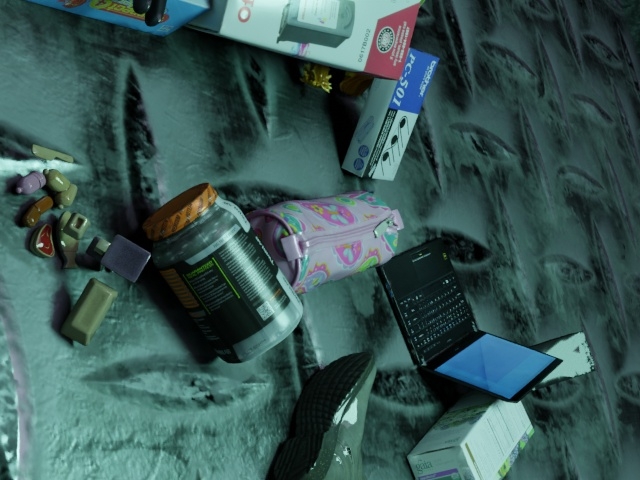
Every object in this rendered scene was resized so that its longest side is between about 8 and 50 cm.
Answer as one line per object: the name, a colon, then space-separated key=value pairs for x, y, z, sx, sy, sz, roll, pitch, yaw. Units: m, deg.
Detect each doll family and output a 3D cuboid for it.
doll family: x=0.033 y=-0.305 z=1.608 sx=0.263 sy=0.118 sz=0.163 roll=12 pitch=106 yaw=-52

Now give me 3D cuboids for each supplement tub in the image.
supplement tub: x=-0.114 y=0.036 z=1.211 sx=0.190 sy=0.117 sz=0.117 roll=58 pitch=33 yaw=-17

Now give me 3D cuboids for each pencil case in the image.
pencil case: x=0.000 y=0.000 z=1.401 sx=0.284 sy=0.124 sz=0.124 roll=-13 pitch=82 yaw=-57

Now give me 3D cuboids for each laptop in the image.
laptop: x=0.241 y=0.117 z=1.671 sx=0.234 sy=0.136 sz=0.264 roll=-19 pitch=87 yaw=-59

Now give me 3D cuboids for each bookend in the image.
bookend: x=0.370 y=0.221 z=1.843 sx=0.157 sy=0.156 sz=0.072 roll=-15 pitch=82 yaw=-14

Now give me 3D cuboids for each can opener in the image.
can opener: x=-0.188 y=-0.331 z=1.219 sx=0.059 sy=0.073 sz=0.186 roll=44 pitch=48 yaw=-46

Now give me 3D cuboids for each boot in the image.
boot: x=0.032 y=0.272 z=1.338 sx=0.161 sy=0.083 sz=0.246 roll=59 pitch=38 yaw=-26

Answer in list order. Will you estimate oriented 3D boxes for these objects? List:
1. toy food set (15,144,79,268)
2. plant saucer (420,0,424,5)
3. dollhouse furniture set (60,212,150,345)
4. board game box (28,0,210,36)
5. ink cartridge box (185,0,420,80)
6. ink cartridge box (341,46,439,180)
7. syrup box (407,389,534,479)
toy food set: x=-0.284 y=-0.033 z=1.093 sx=0.078 sy=0.019 sz=0.122 roll=18 pitch=66 yaw=-54
plant saucer: x=0.175 y=-0.502 z=1.884 sx=0.037 sy=0.241 sz=0.241 roll=24 pitch=47 yaw=-16
dollhouse furniture set: x=-0.248 y=0.045 z=1.100 sx=0.091 sy=0.081 sz=0.114 roll=31 pitch=73 yaw=-10
board game box: x=-0.291 y=-0.421 z=1.254 sx=0.308 sy=0.086 sz=0.302 roll=3 pitch=69 yaw=-56
ink cartridge box: x=-0.013 y=-0.358 z=1.429 sx=0.306 sy=0.131 sz=0.226 roll=6 pitch=103 yaw=-37
ink cartridge box: x=0.108 y=-0.198 z=1.632 sx=0.097 sy=0.046 sz=0.207 roll=0 pitch=113 yaw=-56
syrup box: x=0.228 y=0.304 z=1.578 sx=0.237 sy=0.093 sz=0.096 roll=-33 pitch=99 yaw=-58
